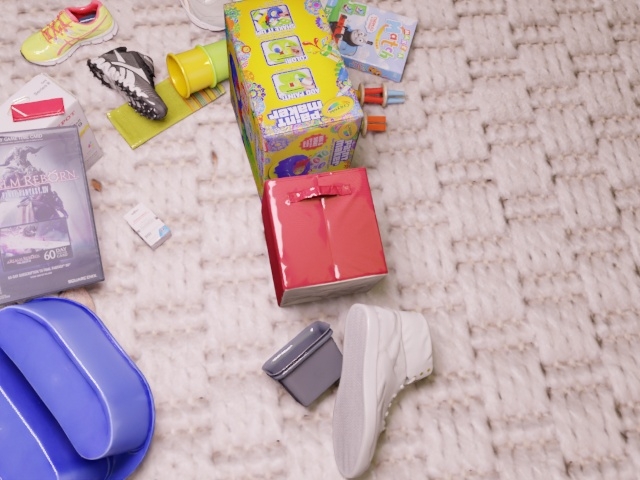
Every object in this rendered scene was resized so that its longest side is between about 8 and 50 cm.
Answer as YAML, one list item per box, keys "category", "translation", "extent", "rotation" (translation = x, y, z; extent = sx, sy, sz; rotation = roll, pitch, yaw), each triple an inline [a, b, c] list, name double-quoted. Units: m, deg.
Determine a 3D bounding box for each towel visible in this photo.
- category: "towel"
  translation: [-0.321, -0.290, 1.311]
  extent: [0.237, 0.021, 0.102]
  rotation: [-37, 75, -17]

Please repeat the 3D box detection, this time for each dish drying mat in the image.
- category: "dish drying mat"
  translation: [-0.473, -0.220, 1.046]
  extent: [0.083, 0.008, 0.032]
  rotation: [-13, 72, -12]

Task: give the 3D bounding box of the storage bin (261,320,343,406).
- category: "storage bin"
  translation: [-0.022, 0.221, 1.105]
  extent: [0.135, 0.098, 0.091]
  rotation: [-38, 104, -18]

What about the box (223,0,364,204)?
- category: "box"
  translation: [-0.059, -0.252, 1.176]
  extent: [0.176, 0.290, 0.279]
  rotation: [-15, 69, -11]

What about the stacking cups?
- category: "stacking cups"
  translation: [-0.160, -0.396, 1.315]
  extent: [0.316, 0.096, 0.096]
  rotation: [-27, 73, -21]

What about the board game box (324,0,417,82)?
- category: "board game box"
  translation: [0.098, -0.457, 1.408]
  extent: [0.211, 0.039, 0.160]
  rotation: [17, 67, 1]

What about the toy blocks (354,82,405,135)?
- category: "toy blocks"
  translation: [0.109, -0.280, 1.330]
  extent: [0.147, 0.054, 0.123]
  rotation: [-1, 68, -6]

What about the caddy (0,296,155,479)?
- category: "caddy"
  translation: [-0.425, 0.250, 1.005]
  extent: [0.241, 0.179, 0.341]
  rotation: [-41, 81, 4]

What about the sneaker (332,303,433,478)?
- category: "sneaker"
  translation: [0.119, 0.261, 1.084]
  extent: [0.169, 0.108, 0.293]
  rotation: [8, 91, -31]

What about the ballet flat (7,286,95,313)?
- category: "ballet flat"
  translation: [-0.545, 0.058, 1.104]
  extent: [0.315, 0.106, 0.108]
  rotation: [29, 68, 6]

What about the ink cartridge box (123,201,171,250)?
- category: "ink cartridge box"
  translation: [-0.332, -0.027, 1.200]
  extent: [0.083, 0.028, 0.048]
  rotation: [44, 71, 11]

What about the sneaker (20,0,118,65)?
- category: "sneaker"
  translation: [-0.536, -0.446, 1.314]
  extent: [0.208, 0.094, 0.082]
  rotation: [-33, 76, -15]

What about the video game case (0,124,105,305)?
- category: "video game case"
  translation: [-0.478, -0.043, 1.035]
  extent: [0.196, 0.026, 0.275]
  rotation: [-14, 106, -35]

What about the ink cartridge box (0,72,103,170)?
- category: "ink cartridge box"
  translation: [-0.504, -0.178, 1.145]
  extent: [0.093, 0.212, 0.154]
  rotation: [35, 69, 8]

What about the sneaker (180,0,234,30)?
- category: "sneaker"
  translation: [-0.282, -0.571, 1.373]
  extent: [0.262, 0.121, 0.099]
  rotation: [42, 71, 11]

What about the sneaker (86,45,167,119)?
- category: "sneaker"
  translation: [-0.371, -0.332, 1.270]
  extent: [0.234, 0.078, 0.106]
  rotation: [38, 70, 27]

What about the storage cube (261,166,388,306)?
- category: "storage cube"
  translation: [0.000, 0.000, 1.128]
  extent: [0.183, 0.215, 0.193]
  rotation: [-9, 76, -9]
